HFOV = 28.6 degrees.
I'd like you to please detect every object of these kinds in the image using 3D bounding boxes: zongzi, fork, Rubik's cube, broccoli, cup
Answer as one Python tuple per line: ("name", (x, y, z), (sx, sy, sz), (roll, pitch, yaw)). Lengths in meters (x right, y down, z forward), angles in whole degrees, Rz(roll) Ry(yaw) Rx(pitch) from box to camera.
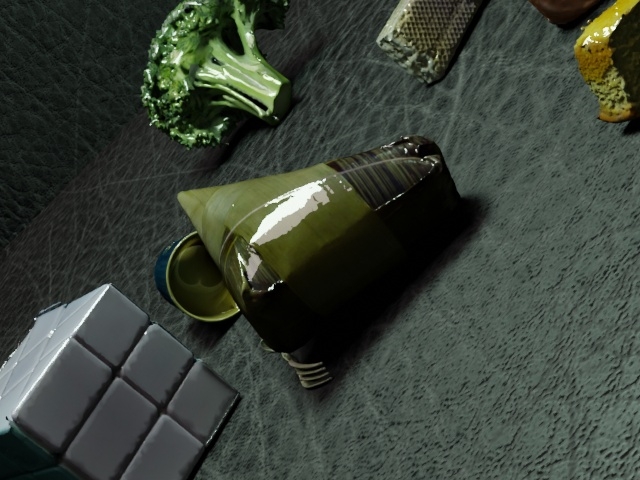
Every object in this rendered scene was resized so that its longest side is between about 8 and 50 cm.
("zongzi", (-0.014, -0.056, 1.488), (0.289, 0.154, 0.317), (-35, 45, -2))
("fork", (-0.039, 0.139, 1.474), (0.028, 0.034, 0.219), (-42, 17, -12))
("Rubik's cube", (-0.282, 0.219, 1.546), (0.231, 0.225, 0.221), (-23, 30, 52))
("broccoli", (-0.169, -0.340, 2.447), (0.375, 0.302, 0.249), (-58, -6, 4))
("cup", (-0.156, 0.042, 1.826), (0.176, 0.131, 0.155), (-22, 6, -19))

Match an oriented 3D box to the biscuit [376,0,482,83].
("biscuit", (0.174, -0.342, 1.875), (0.062, 0.108, 0.239), (-32, 24, 54))

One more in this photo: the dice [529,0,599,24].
("dice", (0.302, -0.397, 1.595), (0.175, 0.174, 0.179), (-43, 19, 17))

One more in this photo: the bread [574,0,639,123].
("bread", (0.332, -0.206, 1.245), (0.187, 0.103, 0.065), (-43, 20, -2))
